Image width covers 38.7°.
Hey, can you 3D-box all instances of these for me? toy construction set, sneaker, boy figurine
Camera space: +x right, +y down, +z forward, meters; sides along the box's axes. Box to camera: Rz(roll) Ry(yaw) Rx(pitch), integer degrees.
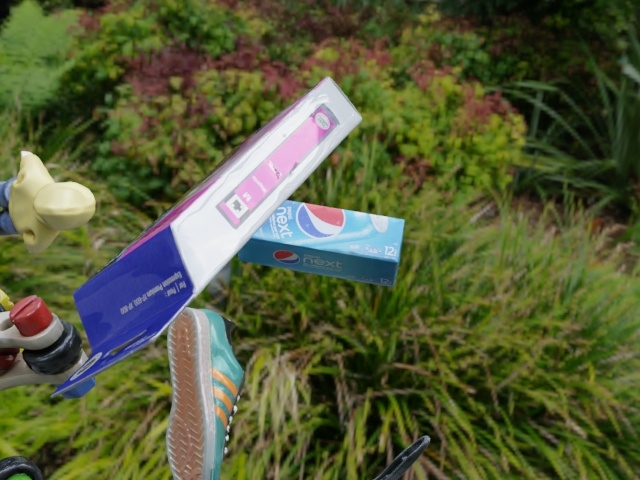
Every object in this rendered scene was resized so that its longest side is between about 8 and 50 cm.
[{"bbox_3d":[-0.411,0.121,0.896,0.237,0.257,0.309,25,-11,46],"label":"toy construction set"},{"bbox_3d":[-0.174,0.261,1.482,0.108,0.302,0.121,-14,-18,42],"label":"sneaker"},{"bbox_3d":[-0.484,-0.066,1.557,0.092,0.177,0.285,-9,4,-41],"label":"boy figurine"}]

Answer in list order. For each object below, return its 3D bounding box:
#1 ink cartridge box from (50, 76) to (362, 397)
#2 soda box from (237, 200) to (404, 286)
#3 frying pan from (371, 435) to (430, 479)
[{"bbox_3d":[-0.109,-0.014,0.849,0.175,0.069,0.371,-29,17,43],"label":"ink cartridge box"},{"bbox_3d":[0.000,0.000,1.185,0.210,0.071,0.067,9,60,4],"label":"soda box"},{"bbox_3d":[0.033,0.430,1.370,0.053,0.326,0.197,41,25,-20],"label":"frying pan"}]
